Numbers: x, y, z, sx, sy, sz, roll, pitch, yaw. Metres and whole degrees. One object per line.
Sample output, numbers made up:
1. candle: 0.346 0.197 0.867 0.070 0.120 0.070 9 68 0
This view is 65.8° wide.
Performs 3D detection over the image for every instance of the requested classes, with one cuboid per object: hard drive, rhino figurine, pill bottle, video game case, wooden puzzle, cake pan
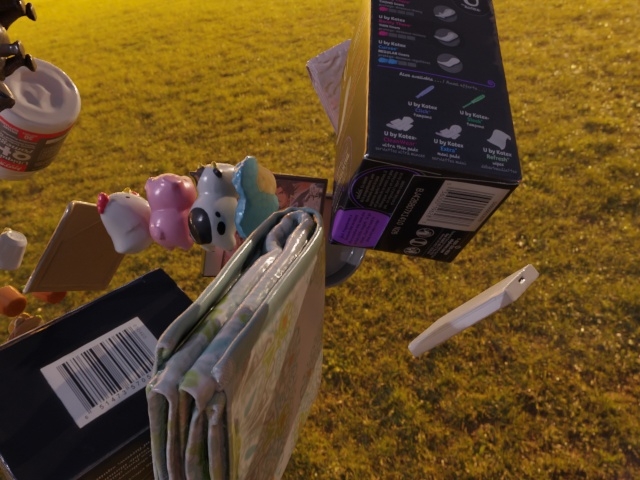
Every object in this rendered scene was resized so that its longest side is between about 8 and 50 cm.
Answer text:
1. hard drive: 0.376 0.176 1.226 0.203 0.040 0.307 -21 -17 -49
2. rhino figurine: -0.474 -0.261 0.709 0.107 0.073 0.243 -9 65 -10
3. pill bottle: -0.689 -0.261 1.145 0.319 0.176 0.176 -28 14 45
4. video game case: -0.128 -0.034 1.144 0.275 0.247 0.035 3 14 -25
5. wooden puzzle: -0.510 0.016 1.085 0.044 0.220 0.239 36 10 17
6. cake pan: 0.000 0.000 1.466 0.294 0.292 0.054 -22 21 -15

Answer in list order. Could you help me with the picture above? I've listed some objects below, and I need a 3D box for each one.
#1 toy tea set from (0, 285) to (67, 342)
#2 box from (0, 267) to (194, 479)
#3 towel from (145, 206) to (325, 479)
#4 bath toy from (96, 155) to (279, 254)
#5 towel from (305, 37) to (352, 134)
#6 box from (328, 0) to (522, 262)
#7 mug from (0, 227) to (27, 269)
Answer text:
1. toy tea set: -0.829 0.187 1.275 0.125 0.199 0.336 25 18 16
2. box: -0.317 0.287 0.765 0.212 0.395 0.294 41 47 21
3. towel: -0.078 0.165 0.618 0.090 0.320 0.374 11 28 14
4. bath toy: -0.248 -0.061 0.863 0.349 0.129 0.151 -6 51 26
5. towel: 0.161 -0.411 1.357 0.332 0.316 0.053 -32 27 -12
6. box: 0.100 -0.135 0.540 0.144 0.165 0.270 8 61 -7
7. mug: -0.618 0.011 0.974 0.078 0.064 0.062 37 15 6
